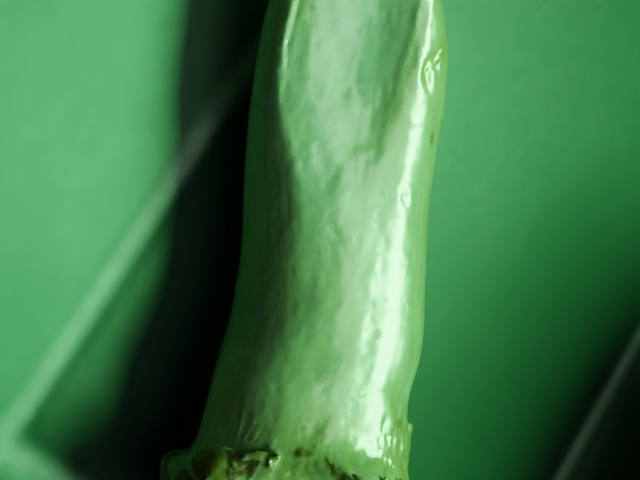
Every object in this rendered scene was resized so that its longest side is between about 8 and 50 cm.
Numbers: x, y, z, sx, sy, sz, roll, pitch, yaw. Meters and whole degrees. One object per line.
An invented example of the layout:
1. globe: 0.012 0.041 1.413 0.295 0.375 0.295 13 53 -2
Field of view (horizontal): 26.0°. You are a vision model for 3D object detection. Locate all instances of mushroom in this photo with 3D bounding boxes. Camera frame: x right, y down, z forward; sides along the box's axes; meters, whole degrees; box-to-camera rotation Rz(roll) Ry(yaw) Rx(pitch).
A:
1. mushroom: 0.000 0.000 0.438 0.084 0.071 0.209 6 96 -8
